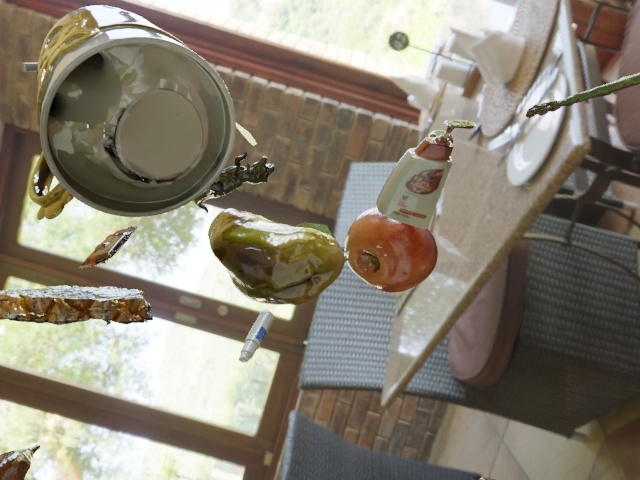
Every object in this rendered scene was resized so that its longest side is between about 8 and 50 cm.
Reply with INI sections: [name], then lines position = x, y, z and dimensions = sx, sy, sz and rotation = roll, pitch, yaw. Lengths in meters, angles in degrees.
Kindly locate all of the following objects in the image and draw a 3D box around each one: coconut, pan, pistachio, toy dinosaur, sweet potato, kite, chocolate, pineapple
[coconut]
position = 0.000, 0.005, 1.216
dimensions = 0.055, 0.133, 0.158
rotation = -60, -37, -8
[pan]
position = 0.316, -0.261, 1.562
dimensions = 0.115, 0.068, 0.023
rotation = -73, -9, -52
[pistachio]
position = -0.066, 0.024, 0.715
dimensions = 0.100, 0.189, 0.110
rotation = -40, -40, -55
[toy dinosaur]
position = -0.187, -0.104, 1.267
dimensions = 0.179, 0.187, 0.087
rotation = 83, -175, -46
[sweet potato]
position = -0.366, 0.273, 0.710
dimensions = 0.117, 0.049, 0.049
rotation = -63, -10, -81
[kite]
position = -0.211, -0.277, 1.206
dimensions = 0.016, 0.229, 0.127
rotation = -43, 18, 3
[chocolate]
position = -0.497, 0.014, 1.397
dimensions = 0.182, 0.086, 0.028
rotation = -65, -42, -60
[pineapple]
position = -0.329, 0.083, 0.777
dimensions = 0.221, 0.221, 0.047
rotation = 126, 147, -85

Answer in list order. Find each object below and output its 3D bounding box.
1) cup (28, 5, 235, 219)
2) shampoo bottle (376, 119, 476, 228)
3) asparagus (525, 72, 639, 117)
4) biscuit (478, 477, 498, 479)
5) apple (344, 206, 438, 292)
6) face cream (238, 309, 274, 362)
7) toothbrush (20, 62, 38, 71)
[cup]
position = -0.232, -0.134, 0.644
dimensions = 0.241, 0.185, 0.226
rotation = -44, 44, 4
[shampoo bottle]
position = 0.252, -0.163, 1.396
dimensions = 0.071, 0.153, 0.284
rotation = -101, 32, -50
[asparagus]
position = 0.456, -0.242, 0.959
dimensions = 0.025, 0.248, 0.024
rotation = 45, -138, -43
[biscuit]
position = 0.415, 0.623, 1.328
dimensions = 0.043, 0.278, 0.301
rotation = -55, -3, 17
[apple]
position = 0.197, 0.027, 1.720
dimensions = 0.206, 0.272, 0.252
rotation = -37, -28, -28
[face cream]
position = -0.134, 0.201, 1.234
dimensions = 0.130, 0.034, 0.034
rotation = -61, -8, -46
[toothbrush]
position = -0.440, -0.304, 1.036
dimensions = 0.194, 0.017, 0.014
rotation = -36, -46, -62
